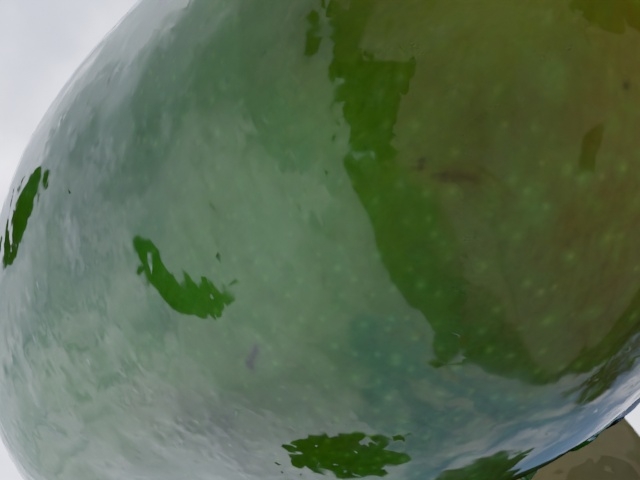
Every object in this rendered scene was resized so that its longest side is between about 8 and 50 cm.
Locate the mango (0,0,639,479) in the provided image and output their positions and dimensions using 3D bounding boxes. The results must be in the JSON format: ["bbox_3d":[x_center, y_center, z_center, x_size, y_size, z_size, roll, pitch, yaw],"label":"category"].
[{"bbox_3d":[0.000,0.000,0.733,0.225,0.382,0.201,54,-141,3],"label":"mango"}]

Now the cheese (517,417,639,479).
[{"bbox_3d":[0.038,0.179,1.106,0.318,0.115,0.326,-24,-129,-9],"label":"cheese"}]

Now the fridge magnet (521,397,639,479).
[{"bbox_3d":[0.132,0.019,0.922,0.088,0.208,0.208,38,-126,3],"label":"fridge magnet"}]
